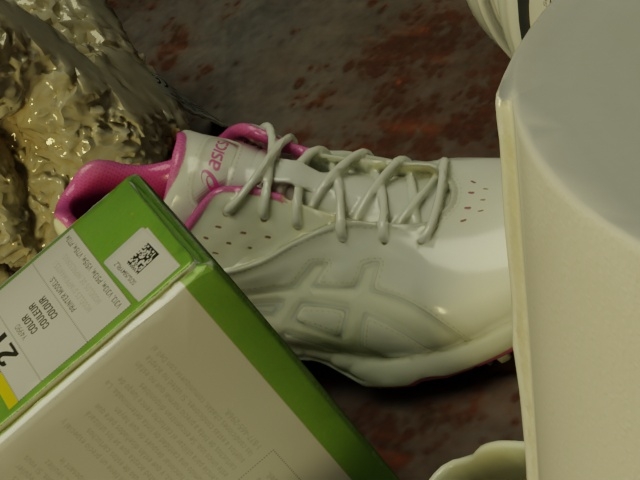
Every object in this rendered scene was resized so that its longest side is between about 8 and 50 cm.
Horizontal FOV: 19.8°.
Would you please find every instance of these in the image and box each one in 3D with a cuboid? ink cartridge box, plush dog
[{"bbox_3d":[-0.113,0.128,0.812,0.255,0.189,0.097,-40,37,-4],"label":"ink cartridge box"},{"bbox_3d":[-0.191,-0.022,1.093,0.225,0.210,0.262,-44,5,15],"label":"plush dog"}]

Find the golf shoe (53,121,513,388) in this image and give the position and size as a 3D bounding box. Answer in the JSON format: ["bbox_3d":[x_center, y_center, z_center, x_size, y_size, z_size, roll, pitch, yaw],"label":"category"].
[{"bbox_3d":[0.000,0.000,0.904,0.306,0.140,0.115,-13,41,28],"label":"golf shoe"}]

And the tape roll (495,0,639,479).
[{"bbox_3d":[0.180,0.021,0.528,0.246,0.169,0.246,-6,33,4],"label":"tape roll"}]

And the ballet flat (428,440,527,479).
[{"bbox_3d":[0.025,0.143,0.715,0.342,0.116,0.124,-25,30,41],"label":"ballet flat"}]

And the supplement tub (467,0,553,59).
[{"bbox_3d":[0.197,-0.109,0.810,0.191,0.191,0.272,-40,36,-4],"label":"supplement tub"}]
